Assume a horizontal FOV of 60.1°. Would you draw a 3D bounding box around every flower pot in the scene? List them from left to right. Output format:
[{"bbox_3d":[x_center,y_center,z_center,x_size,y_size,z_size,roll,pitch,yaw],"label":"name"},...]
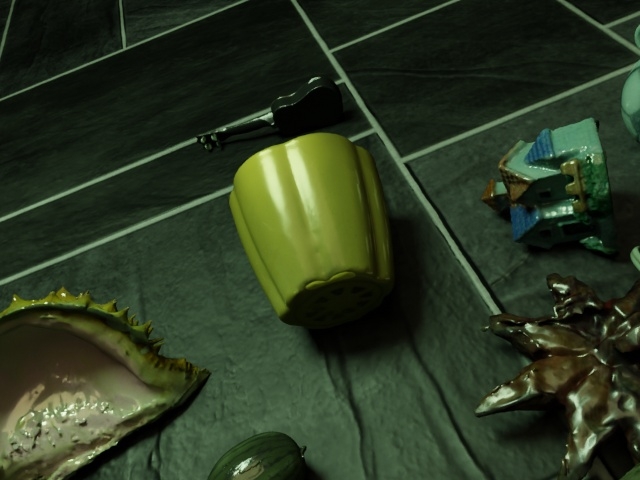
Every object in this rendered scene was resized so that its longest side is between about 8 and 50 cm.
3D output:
[{"bbox_3d":[0.000,0.000,0.668,0.195,0.195,0.179,-19,60,2],"label":"flower pot"}]

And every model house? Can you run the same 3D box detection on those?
[{"bbox_3d":[0.261,-0.053,0.653,0.149,0.148,0.119,-11,51,28],"label":"model house"}]

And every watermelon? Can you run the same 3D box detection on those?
[{"bbox_3d":[-0.062,0.234,0.546,0.111,0.078,0.078,-33,48,-18],"label":"watermelon"}]

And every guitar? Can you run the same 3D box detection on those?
[{"bbox_3d":[-0.093,-0.202,0.947,0.271,0.084,0.038,-16,49,14],"label":"guitar"}]

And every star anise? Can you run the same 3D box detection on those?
[{"bbox_3d":[0.277,0.116,0.512,0.272,0.102,0.272,-7,48,7],"label":"star anise"}]

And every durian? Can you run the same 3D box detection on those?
[{"bbox_3d":[-0.310,0.147,0.637,0.305,0.195,0.185,-23,40,2],"label":"durian"}]

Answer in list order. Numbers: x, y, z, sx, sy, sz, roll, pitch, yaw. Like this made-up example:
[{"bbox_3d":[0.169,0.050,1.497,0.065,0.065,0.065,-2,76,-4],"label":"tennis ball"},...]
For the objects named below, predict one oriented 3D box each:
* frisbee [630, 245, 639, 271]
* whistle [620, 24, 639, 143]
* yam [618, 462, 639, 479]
[{"bbox_3d":[0.357,0.045,0.549,0.014,0.110,0.110,-57,40,28],"label":"frisbee"},{"bbox_3d":[0.467,-0.145,0.668,0.163,0.163,0.289,-28,85,-6],"label":"whistle"},{"bbox_3d":[0.208,0.267,0.362,0.268,0.161,0.161,-37,48,-5],"label":"yam"}]
